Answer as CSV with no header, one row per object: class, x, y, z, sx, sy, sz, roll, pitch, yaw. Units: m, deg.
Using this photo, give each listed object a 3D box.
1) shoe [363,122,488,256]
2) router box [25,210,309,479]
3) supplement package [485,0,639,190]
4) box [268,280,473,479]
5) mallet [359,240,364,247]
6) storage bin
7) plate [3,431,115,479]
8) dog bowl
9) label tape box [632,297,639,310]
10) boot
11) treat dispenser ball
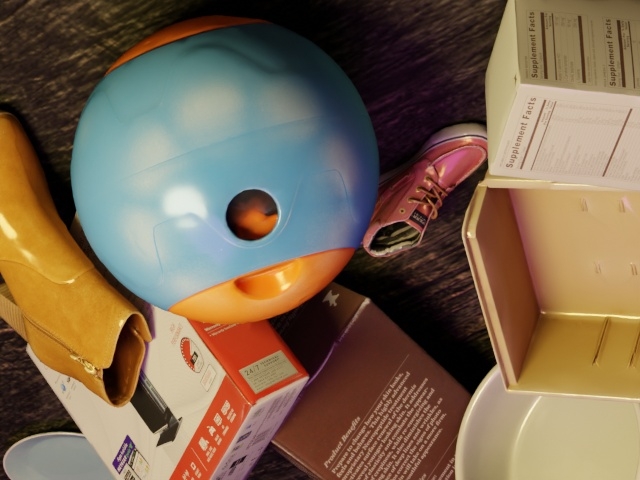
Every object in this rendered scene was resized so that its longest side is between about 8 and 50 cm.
shoe,0.111,-0.049,1.854,0.063,0.081,0.178,31,135,-32
router box,-0.178,0.132,1.948,0.082,0.301,0.335,-25,157,-35
supplement package,0.287,-0.140,1.681,0.244,0.134,0.139,6,143,-6
box,0.065,0.216,2.088,0.143,0.191,0.381,26,166,47
mallet,0.000,0.000,1.969,0.190,0.039,0.062,-12,138,10
storage bin,0.306,0.037,1.848,0.262,0.123,0.260,3,135,24
plate,-0.326,0.296,2.381,0.188,0.024,0.188,1,143,1
dog bowl,0.283,0.246,2.009,0.265,0.265,0.104,-30,146,36
label tape box,0.545,0.054,1.925,0.334,0.106,0.240,29,139,-4
boot,-0.263,0.022,1.845,0.211,0.104,0.295,30,138,33
treat dispenser ball,-0.089,-0.066,1.674,0.288,0.288,0.288,2,143,1
